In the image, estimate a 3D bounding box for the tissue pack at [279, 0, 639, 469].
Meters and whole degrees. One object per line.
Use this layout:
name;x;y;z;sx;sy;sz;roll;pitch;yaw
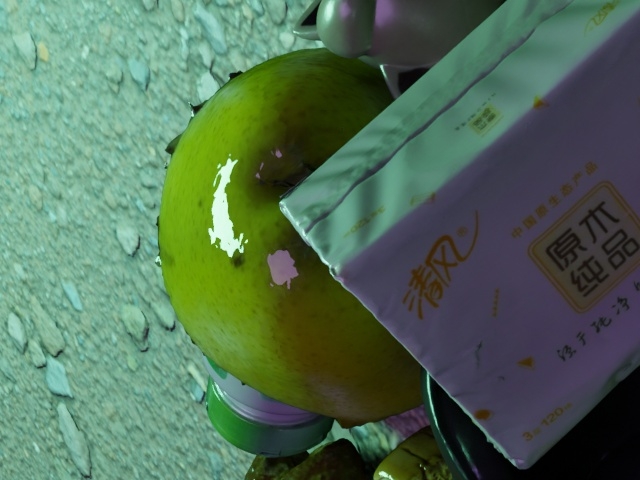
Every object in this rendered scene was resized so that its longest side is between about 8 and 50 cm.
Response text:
tissue pack;0.127;-0.017;1.073;0.185;0.225;0.124;47;-178;-30

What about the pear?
pear;-0.002;-0.002;1.275;0.267;0.267;0.178;63;-172;2

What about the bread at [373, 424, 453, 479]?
bread;0.090;0.191;1.502;0.083;0.070;0.076;26;132;39

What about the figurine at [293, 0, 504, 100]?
figurine;0.057;-0.164;1.268;0.125;0.138;0.125;39;-178;-2

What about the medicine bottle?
medicine bottle;-0.020;0.041;1.496;0.133;0.133;0.274;42;139;29

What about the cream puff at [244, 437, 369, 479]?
cream puff;0.008;0.299;1.617;0.269;0.155;0.241;57;141;23

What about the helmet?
helmet;0.162;0.092;1.227;0.216;0.189;0.193;53;-174;-12
